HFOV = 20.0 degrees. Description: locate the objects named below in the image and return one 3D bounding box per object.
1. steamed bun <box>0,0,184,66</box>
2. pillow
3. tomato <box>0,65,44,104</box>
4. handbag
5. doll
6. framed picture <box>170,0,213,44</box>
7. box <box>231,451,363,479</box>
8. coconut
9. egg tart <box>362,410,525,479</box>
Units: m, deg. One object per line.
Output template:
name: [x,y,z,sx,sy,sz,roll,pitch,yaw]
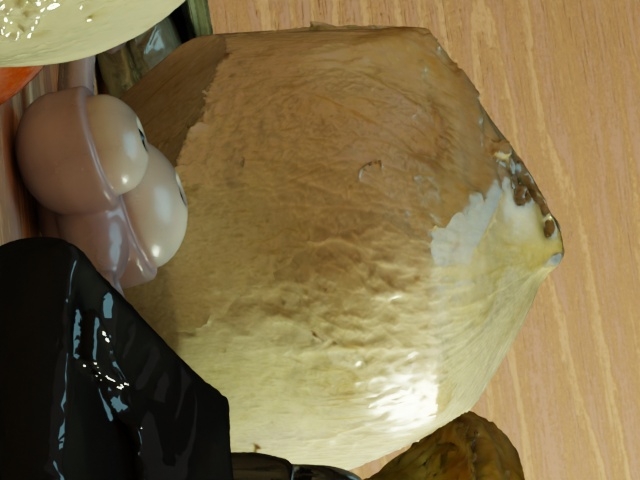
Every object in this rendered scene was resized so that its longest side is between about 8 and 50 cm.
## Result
steamed bun: [-0.121,-0.184,0.698,0.250,0.154,0.200,96,-13,-76]
pillow: [-0.163,-0.167,1.617,0.181,0.078,0.134,-103,176,-77]
tomato: [-0.159,-0.136,0.900,0.155,0.069,0.156,173,-90,-89]
handbag: [-0.106,0.158,0.904,0.244,0.088,0.275,57,24,-58]
doll: [-0.147,-0.116,1.168,0.160,0.094,0.365,77,5,-63]
framed picture: [-0.160,-0.250,1.706,0.231,0.018,0.293,53,-15,28]
box: [-0.050,0.244,1.142,0.243,0.163,0.135,87,7,-58]
coconut: [0.000,0.000,1.378,0.346,0.360,0.346,175,-90,-90]
egg tart: [0.077,0.369,1.694,0.443,0.178,0.443,-174,-90,-82]
